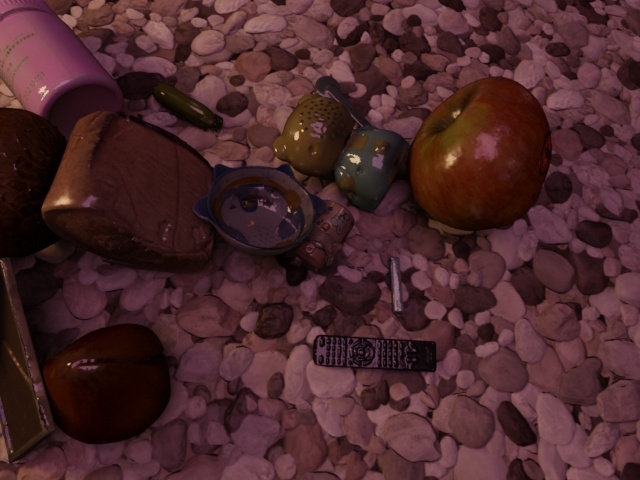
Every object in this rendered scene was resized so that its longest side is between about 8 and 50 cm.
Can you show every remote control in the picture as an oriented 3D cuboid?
[{"bbox_3d":[0.108,0.223,0.854,0.246,0.025,0.063,5,71,-5],"label":"remote control"}]

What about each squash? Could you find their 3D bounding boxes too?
[{"bbox_3d":[-0.304,-0.303,0.983,0.184,0.052,0.052,32,71,2],"label":"squash"}]

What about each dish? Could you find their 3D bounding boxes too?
[{"bbox_3d":[-0.117,-0.053,0.849,0.237,0.086,0.227,16,52,-9],"label":"dish"}]

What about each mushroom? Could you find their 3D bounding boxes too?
[{"bbox_3d":[-0.525,-0.088,0.759,0.163,0.297,0.278,13,110,-15],"label":"mushroom"}]

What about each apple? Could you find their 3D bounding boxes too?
[{"bbox_3d":[0.330,-0.165,0.892,0.250,0.277,0.309,38,87,-18],"label":"apple"}]

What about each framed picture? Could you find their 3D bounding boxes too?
[{"bbox_3d":[-0.513,0.202,0.717,0.016,0.213,0.289,-6,65,-51],"label":"framed picture"}]

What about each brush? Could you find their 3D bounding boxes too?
[{"bbox_3d":[0.086,-0.291,1.036,0.062,0.027,0.266,-41,83,-17],"label":"brush"}]

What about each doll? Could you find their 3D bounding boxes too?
[{"bbox_3d":[0.042,-0.194,0.922,0.261,0.161,0.176,27,72,1],"label":"doll"}]

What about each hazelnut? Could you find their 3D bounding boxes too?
[{"bbox_3d":[-0.348,0.227,0.709,0.208,0.208,0.208,2,71,-5],"label":"hazelnut"}]

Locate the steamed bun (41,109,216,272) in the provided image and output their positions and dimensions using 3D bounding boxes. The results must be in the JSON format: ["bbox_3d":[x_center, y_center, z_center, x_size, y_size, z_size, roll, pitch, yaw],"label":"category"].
[{"bbox_3d":[-0.338,-0.068,0.797,0.199,0.301,0.251,-17,58,27],"label":"steamed bun"}]

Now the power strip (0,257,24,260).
[{"bbox_3d":[-0.625,0.023,0.849,0.090,0.016,0.040,-9,73,-8],"label":"power strip"}]

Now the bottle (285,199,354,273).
[{"bbox_3d":[0.000,0.000,0.883,0.099,0.099,0.152,30,67,5],"label":"bottle"}]

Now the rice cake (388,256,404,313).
[{"bbox_3d":[0.158,0.092,0.907,0.022,0.021,0.121,1,73,-11],"label":"rice cake"}]

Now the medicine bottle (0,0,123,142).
[{"bbox_3d":[-0.569,-0.362,0.905,0.178,0.178,0.290,-39,78,-17],"label":"medicine bottle"}]
